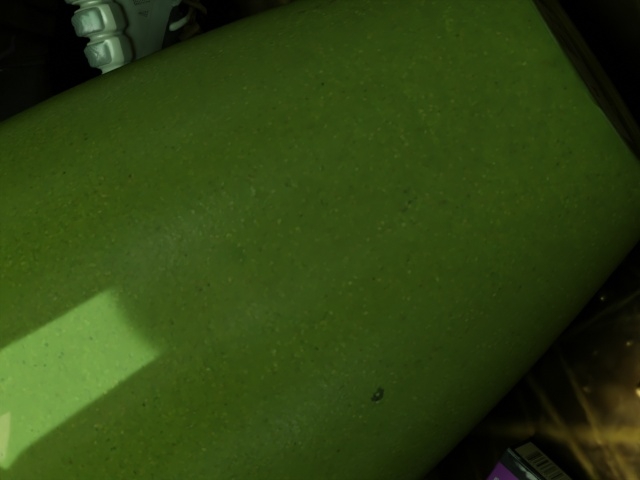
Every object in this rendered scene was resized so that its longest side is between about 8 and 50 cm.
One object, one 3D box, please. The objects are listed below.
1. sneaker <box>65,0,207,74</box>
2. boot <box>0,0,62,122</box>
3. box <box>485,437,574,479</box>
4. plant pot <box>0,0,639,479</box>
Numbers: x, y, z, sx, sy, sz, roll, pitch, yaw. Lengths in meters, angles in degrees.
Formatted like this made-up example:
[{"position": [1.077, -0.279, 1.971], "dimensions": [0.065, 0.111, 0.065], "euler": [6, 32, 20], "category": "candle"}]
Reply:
[{"position": [-0.073, -0.156, 0.874], "dimensions": [0.132, 0.086, 0.229], "euler": [-22, 105, 8], "category": "sneaker"}, {"position": [-0.290, -0.137, 1.023], "dimensions": [0.338, 0.118, 0.223], "euler": [11, 100, 22], "category": "boot"}, {"position": [0.102, 0.199, 0.829], "dimensions": [0.116, 0.029, 0.162], "euler": [42, 117, 22], "category": "box"}, {"position": [0.000, 0.000, 0.751], "dimensions": [0.293, 0.275, 0.275], "euler": [-34, 77, 16], "category": "plant pot"}]
